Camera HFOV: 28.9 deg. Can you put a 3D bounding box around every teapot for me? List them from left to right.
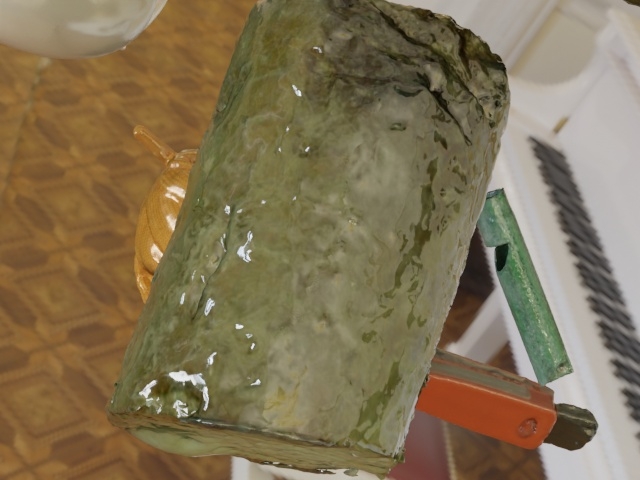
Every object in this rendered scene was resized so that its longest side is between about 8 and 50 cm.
[{"bbox_3d":[-0.219,-0.213,0.973,0.208,0.165,0.300,38,15,29],"label":"teapot"}]

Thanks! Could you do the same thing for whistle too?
[{"bbox_3d":[0.186,0.044,1.150,0.039,0.039,0.186,-34,104,-59],"label":"whistle"}]

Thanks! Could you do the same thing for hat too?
[{"bbox_3d":[-0.138,-0.026,1.357,0.233,0.233,0.244,56,9,-8],"label":"hat"}]

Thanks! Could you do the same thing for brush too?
[{"bbox_3d":[0.159,0.173,1.401,0.323,0.070,0.051,19,40,-5],"label":"brush"}]

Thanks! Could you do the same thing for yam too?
[{"bbox_3d":[0.000,0.000,0.777,0.195,0.195,0.300,24,72,-18],"label":"yam"}]

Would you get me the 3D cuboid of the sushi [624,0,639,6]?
[{"bbox_3d":[0.314,-0.287,0.852,0.352,0.294,0.178,29,-2,8],"label":"sushi"}]
